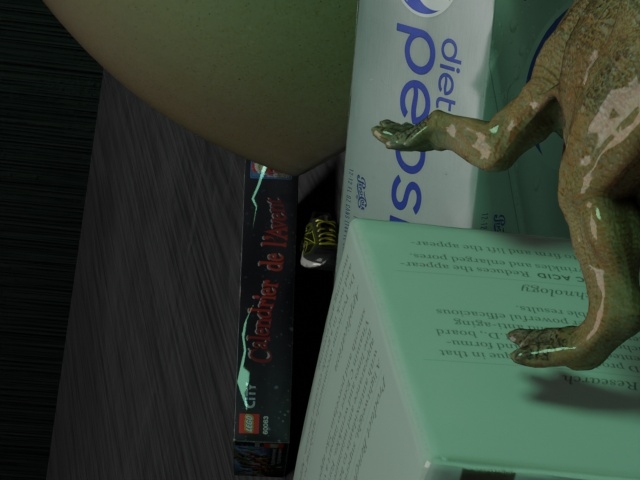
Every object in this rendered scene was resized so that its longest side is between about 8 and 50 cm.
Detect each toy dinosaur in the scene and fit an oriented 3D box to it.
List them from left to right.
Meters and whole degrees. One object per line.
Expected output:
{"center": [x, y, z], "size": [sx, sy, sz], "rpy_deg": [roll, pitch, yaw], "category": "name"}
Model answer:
{"center": [0.133, -0.069, 0.767], "size": [0.296, 0.127, 0.200], "rpy_deg": [-113, 40, -52], "category": "toy dinosaur"}

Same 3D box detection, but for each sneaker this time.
{"center": [0.000, 0.000, 1.505], "size": [0.083, 0.031, 0.035], "rpy_deg": [-127, 44, -71], "category": "sneaker"}

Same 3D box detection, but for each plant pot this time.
{"center": [-0.005, -0.151, 1.171], "size": [0.191, 0.284, 0.284], "rpy_deg": [59, 165, -1], "category": "plant pot"}

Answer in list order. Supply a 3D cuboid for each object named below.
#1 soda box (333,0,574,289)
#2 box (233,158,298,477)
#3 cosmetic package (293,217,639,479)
{"center": [0.078, -0.081, 0.944], "size": [0.098, 0.091, 0.286], "rpy_deg": [22, 114, 47], "category": "soda box"}
{"center": [-0.044, 0.060, 1.580], "size": [0.159, 0.044, 0.233], "rpy_deg": [101, 171, -74], "category": "box"}
{"center": [0.083, 0.103, 0.825], "size": [0.184, 0.151, 0.151], "rpy_deg": [-105, 23, -58], "category": "cosmetic package"}
